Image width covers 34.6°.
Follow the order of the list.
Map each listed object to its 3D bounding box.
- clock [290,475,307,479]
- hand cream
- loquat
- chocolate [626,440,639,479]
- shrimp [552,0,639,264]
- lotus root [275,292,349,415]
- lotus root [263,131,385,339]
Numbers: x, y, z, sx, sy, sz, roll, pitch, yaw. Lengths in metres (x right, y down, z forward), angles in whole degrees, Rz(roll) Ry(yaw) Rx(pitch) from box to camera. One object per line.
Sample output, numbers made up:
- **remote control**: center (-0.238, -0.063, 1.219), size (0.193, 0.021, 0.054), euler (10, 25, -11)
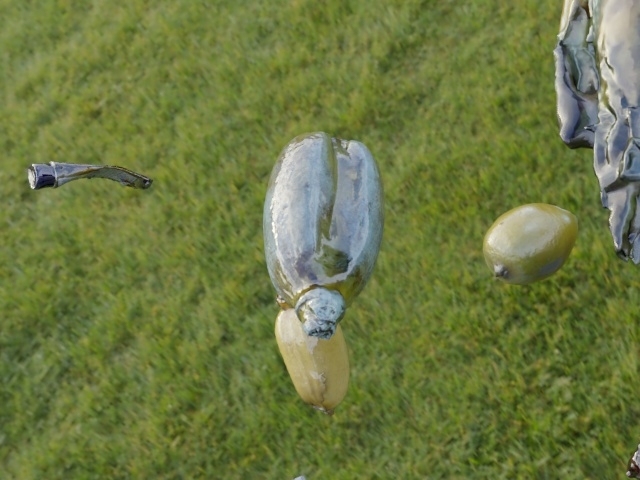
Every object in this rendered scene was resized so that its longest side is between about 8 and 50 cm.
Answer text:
- **clock**: center (-0.056, 0.431, 1.244), size (0.187, 0.083, 0.253), euler (-22, 68, -8)
- **hand cream**: center (-0.313, -0.085, 1.394), size (0.062, 0.163, 0.038), euler (-20, 73, 53)
- **loquat**: center (0.397, 0.004, 1.922), size (0.195, 0.152, 0.152), euler (-35, 45, -13)
- **chocolate**: center (0.524, 0.307, 1.450), size (0.177, 0.224, 0.206), euler (4, 21, 12)
- **shrimp**: center (0.254, -0.173, 0.907), size (0.085, 0.272, 0.444), euler (7, 64, -4)
- **lotus root**: center (-0.015, 0.233, 2.228), size (0.146, 0.303, 0.131), euler (-10, 14, 35)
- **lotus root**: center (0.000, 0.000, 1.334), size (0.140, 0.158, 0.322), euler (129, 153, -51)
